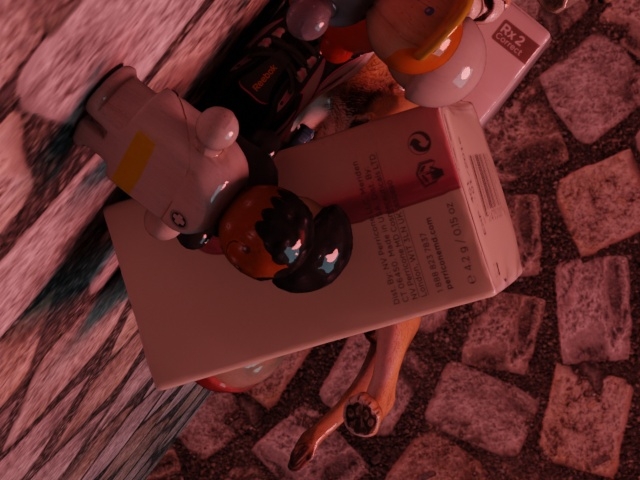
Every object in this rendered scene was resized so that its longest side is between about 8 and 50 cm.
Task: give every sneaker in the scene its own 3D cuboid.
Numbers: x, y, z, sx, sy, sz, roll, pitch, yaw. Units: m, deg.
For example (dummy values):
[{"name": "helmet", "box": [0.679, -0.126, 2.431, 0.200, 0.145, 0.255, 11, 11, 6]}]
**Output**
[{"name": "sneaker", "box": [-0.021, -0.112, 1.057, 0.178, 0.072, 0.077, -54, 175, 20]}]

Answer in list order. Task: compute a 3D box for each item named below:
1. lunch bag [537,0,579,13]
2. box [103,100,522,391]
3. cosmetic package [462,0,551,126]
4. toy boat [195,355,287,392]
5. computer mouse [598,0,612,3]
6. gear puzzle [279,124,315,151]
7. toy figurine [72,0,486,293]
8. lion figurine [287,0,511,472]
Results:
[{"name": "lunch bag", "box": [0.203, -0.321, 1.113, 0.287, 0.169, 0.235, -61, 171, 21]}, {"name": "box", "box": [0.000, 0.000, 1.063, 0.232, 0.127, 0.148, -16, -179, 14]}, {"name": "cosmetic package", "box": [0.101, -0.167, 1.430, 0.151, 0.151, 0.184, -52, 176, 10]}, {"name": "toy boat", "box": [-0.086, 0.028, 1.337, 0.151, 0.151, 0.231, -16, -161, 36]}, {"name": "computer mouse", "box": [0.315, -0.305, 1.503, 0.184, 0.060, 0.262, -55, -169, 3]}, {"name": "gear puzzle", "box": [-0.053, -0.048, 1.598, 0.175, 0.044, 0.339, -53, 180, -10]}, {"name": "toy figurine", "box": [-0.012, -0.077, 0.879, 0.213, 0.148, 0.209, -52, 177, 2]}, {"name": "lion figurine", "box": [0.038, -0.034, 1.269, 0.240, 0.142, 0.392, -40, 142, -64]}]
